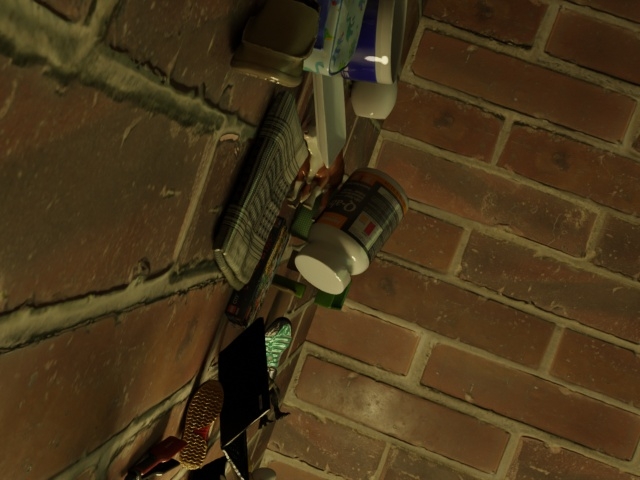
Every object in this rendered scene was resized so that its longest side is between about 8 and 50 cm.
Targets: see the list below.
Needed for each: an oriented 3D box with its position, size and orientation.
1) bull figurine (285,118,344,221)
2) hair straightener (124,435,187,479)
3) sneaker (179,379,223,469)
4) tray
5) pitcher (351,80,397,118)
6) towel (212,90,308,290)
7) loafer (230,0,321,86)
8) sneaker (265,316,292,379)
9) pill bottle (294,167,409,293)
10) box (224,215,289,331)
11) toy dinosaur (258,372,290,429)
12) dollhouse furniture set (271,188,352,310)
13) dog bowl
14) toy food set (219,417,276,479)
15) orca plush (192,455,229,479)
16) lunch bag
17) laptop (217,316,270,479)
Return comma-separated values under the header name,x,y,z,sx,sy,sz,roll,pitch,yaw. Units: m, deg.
name,x,y,z,sx,sy,sz,roll,pitch,yaw
bull figurine,-0.006,-0.158,1.929,0.188,0.101,0.310,-62,167,-6
hair straightener,-0.296,0.414,1.473,0.230,0.047,0.089,-32,141,-80
sneaker,-0.245,0.363,1.720,0.084,0.070,0.185,-147,-103,-79
tray,0.014,-0.293,1.694,0.145,0.030,0.270,-62,152,-56
pitcher,0.149,-0.442,2.344,0.178,0.126,0.207,-141,-120,-81
towel,-0.103,-0.075,1.560,0.324,0.056,0.312,88,23,-76
loafer,-0.055,-0.282,1.157,0.268,0.102,0.092,-78,-177,-64
sneaker,-0.140,0.288,2.393,0.098,0.083,0.223,-100,-153,-58
pill bottle,0.071,-0.022,1.953,0.278,0.162,0.162,-53,167,-26
box,-0.132,0.072,1.814,0.159,0.044,0.233,88,22,-74
toy dinosaur,-0.129,0.358,1.927,0.064,0.118,0.268,-21,168,-21
dollhouse furniture set,0.000,0.000,2.089,0.151,0.198,0.301,37,73,-75
dog bowl,0.108,-0.450,1.706,0.265,0.104,0.264,7,90,-81
toy food set,-0.162,0.495,1.971,0.219,0.092,0.306,84,-11,-55
orca plush,-0.263,0.576,2.043,0.287,0.151,0.102,-54,132,-58
lunch bag,0.017,-0.385,1.383,0.176,0.090,0.219,-56,159,-63
laptop,-0.138,0.336,1.764,0.264,0.137,0.234,70,9,-45
